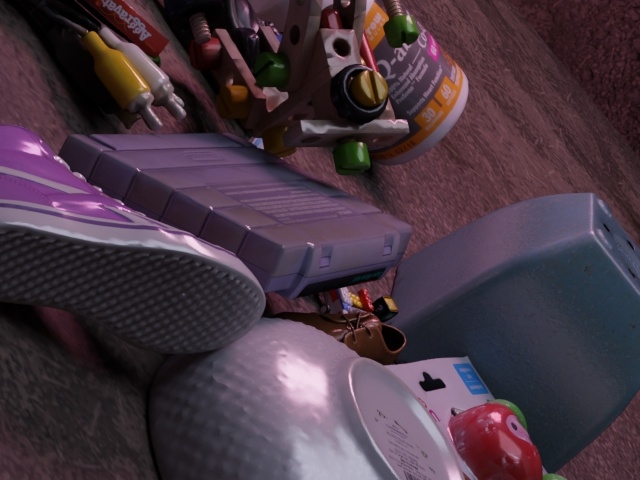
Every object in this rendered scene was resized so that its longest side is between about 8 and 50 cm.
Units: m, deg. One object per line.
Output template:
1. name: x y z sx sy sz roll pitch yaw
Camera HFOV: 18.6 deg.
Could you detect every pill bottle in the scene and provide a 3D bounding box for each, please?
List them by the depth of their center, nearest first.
1. pill bottle: 0.040 -0.232 2.376 0.278 0.162 0.162 43 21 -29

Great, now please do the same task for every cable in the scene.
1. cable: -0.233 -0.216 1.830 0.287 0.072 0.139 51 13 -7

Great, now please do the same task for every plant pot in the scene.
1. plant pot: 0.248 0.086 2.176 0.247 0.252 0.248 50 19 -11

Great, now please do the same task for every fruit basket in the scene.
1. fruit basket: 0.198 0.254 1.881 0.353 0.165 0.327 61 20 14

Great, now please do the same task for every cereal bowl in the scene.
1. cereal bowl: 0.021 0.198 1.607 0.339 0.141 0.339 47 19 -21

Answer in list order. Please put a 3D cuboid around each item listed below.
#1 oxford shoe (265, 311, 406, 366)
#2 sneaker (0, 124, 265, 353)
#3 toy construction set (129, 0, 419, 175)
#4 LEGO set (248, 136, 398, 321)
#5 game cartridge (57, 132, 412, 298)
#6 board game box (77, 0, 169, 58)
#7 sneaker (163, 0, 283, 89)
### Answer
1. oxford shoe: 0.015 0.092 1.883 0.212 0.076 0.076 12 47 -61
2. sneaker: -0.173 -0.015 1.512 0.282 0.102 0.161 21 29 -34
3. toy construction set: 0.005 -0.152 1.991 0.309 0.257 0.237 10 57 -56
4. LEGO set: 0.000 0.000 2.040 0.244 0.060 0.182 51 22 -9
5. game cartridge: -0.067 -0.027 1.767 0.230 0.068 0.355 32 13 16
6. board game box: -0.271 -0.281 1.840 0.281 0.027 0.145 41 0 -33
7. sneaker: -0.095 -0.234 2.178 0.227 0.087 0.130 57 17 1
